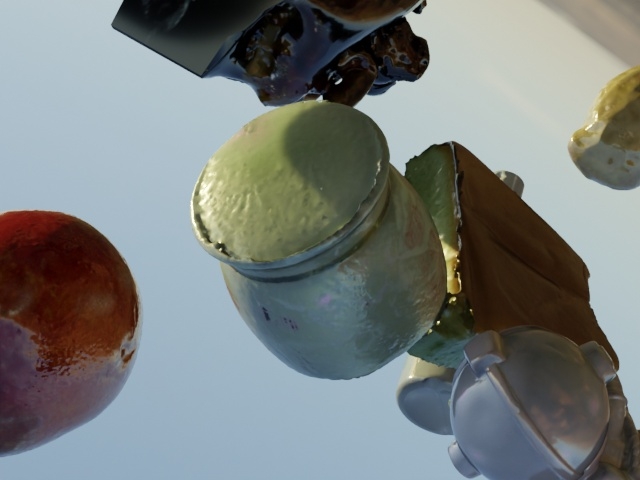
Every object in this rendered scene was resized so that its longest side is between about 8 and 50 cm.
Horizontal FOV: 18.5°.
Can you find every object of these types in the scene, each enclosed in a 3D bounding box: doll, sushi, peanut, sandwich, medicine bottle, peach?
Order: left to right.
[{"bbox_3d":[-0.274,0.083,1.791,0.199,0.243,0.243,31,-171,17],"label":"peach"},{"bbox_3d":[-0.003,-0.211,1.628,0.212,0.215,0.227,29,-175,22],"label":"sushi"},{"bbox_3d":[0.000,0.000,1.322,0.147,0.147,0.143,47,172,46],"label":"medicine bottle"},{"bbox_3d":[0.180,0.060,2.284,0.110,0.110,0.351,33,-130,-16],"label":"medicine bottle"},{"bbox_3d":[0.154,0.053,1.514,0.212,0.063,0.245,41,-151,-23],"label":"sandwich"},{"bbox_3d":[0.180,0.155,1.302,0.287,0.151,0.151,44,-177,-38],"label":"doll"},{"bbox_3d":[0.361,-0.140,2.021,0.123,0.257,0.123,37,154,22],"label":"peanut"}]
